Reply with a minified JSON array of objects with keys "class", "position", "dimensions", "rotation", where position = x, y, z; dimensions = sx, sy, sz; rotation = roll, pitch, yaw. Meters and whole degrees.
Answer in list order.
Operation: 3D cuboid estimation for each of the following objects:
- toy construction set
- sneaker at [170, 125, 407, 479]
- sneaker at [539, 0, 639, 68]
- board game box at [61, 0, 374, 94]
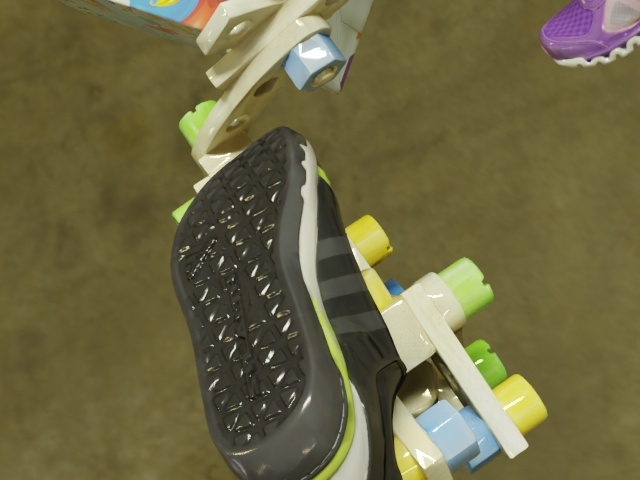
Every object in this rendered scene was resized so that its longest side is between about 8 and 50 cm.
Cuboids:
[{"class":"toy construction set","position":[0.000,0.000,0.822],"dimensions":[0.151,0.215,0.328],"rotation":[-20,75,-3]},{"class":"sneaker","position":[-0.010,0.046,0.694],"dimensions":[0.084,0.097,0.235],"rotation":[-33,38,23]},{"class":"sneaker","position":[0.291,-0.249,1.305],"dimensions":[0.236,0.104,0.095],"rotation":[-32,35,22]},{"class":"board game box","position":[-0.104,-0.237,1.176],"dimensions":[0.275,0.144,0.142],"rotation":[21,90,26]}]
